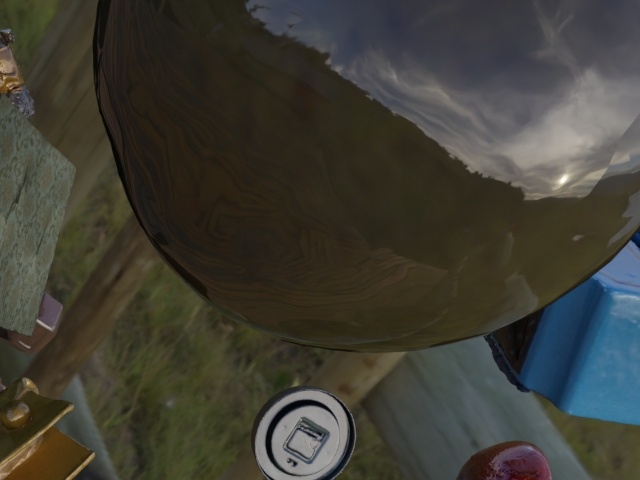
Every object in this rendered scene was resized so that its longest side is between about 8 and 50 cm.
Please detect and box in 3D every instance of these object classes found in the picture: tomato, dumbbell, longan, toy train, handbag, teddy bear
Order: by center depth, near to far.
[{"bbox_3d":[0.045,-0.104,0.671,0.361,0.361,0.361,29,34,-22],"label":"longan"},{"bbox_3d":[0.307,0.064,1.202,0.265,0.188,0.300,10,21,-13],"label":"toy train"},{"bbox_3d":[-0.480,0.256,1.293,0.283,0.401,0.133,-40,121,-37],"label":"handbag"},{"bbox_3d":[-0.447,0.062,1.456,0.231,0.092,0.082,41,10,-31],"label":"dumbbell"},{"bbox_3d":[0.225,0.351,1.471,0.099,0.173,0.189,21,76,-16],"label":"tomato"},{"bbox_3d":[-0.520,-0.247,1.731,0.190,0.140,0.177,67,-7,-23],"label":"teddy bear"}]

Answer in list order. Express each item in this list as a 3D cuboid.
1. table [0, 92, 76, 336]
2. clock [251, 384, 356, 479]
[{"bbox_3d":[-0.457,-0.041,1.195,0.272,0.222,0.335,13,-10,2],"label":"table"},{"bbox_3d":[-0.031,0.337,1.890,0.184,0.184,0.040,29,-2,-22],"label":"clock"}]
